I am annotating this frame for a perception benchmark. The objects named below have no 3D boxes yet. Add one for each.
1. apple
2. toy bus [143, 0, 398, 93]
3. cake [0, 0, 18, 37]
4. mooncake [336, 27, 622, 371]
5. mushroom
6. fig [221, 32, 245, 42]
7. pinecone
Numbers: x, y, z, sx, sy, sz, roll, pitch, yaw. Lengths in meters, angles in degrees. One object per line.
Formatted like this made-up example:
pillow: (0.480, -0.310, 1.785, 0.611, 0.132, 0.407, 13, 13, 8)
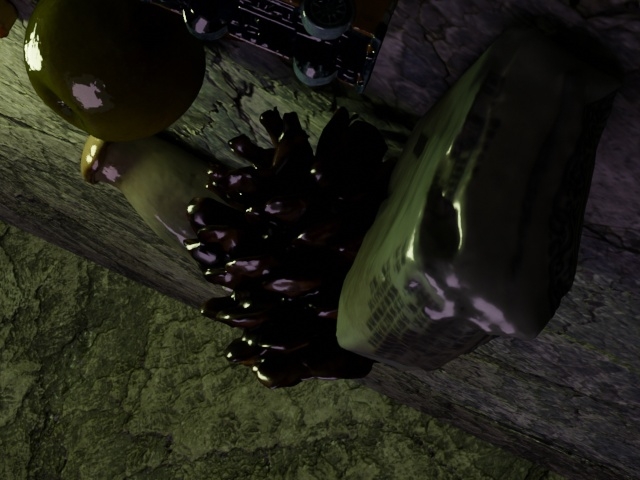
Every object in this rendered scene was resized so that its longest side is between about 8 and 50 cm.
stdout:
apple: (-0.220, -0.193, 0.922, 0.196, 0.157, 0.196, 34, 163, 12)
toy bus: (-0.038, -0.204, 0.651, 0.201, 0.114, 0.098, 23, 165, 0)
cake: (-0.446, -0.305, 1.152, 0.084, 0.044, 0.084, 24, 163, 8)
mooncake: (0.127, -0.017, 0.710, 0.136, 0.250, 0.254, 23, 163, -7)
mushroom: (-0.182, -0.044, 1.343, 0.407, 0.154, 0.137, 31, -155, -1)
fig: (-0.071, -0.221, 0.753, 0.084, 0.082, 0.098, 40, 136, 28)
pinecone: (0.002, -0.005, 0.928, 0.242, 0.298, 0.296, -36, 83, 49)
